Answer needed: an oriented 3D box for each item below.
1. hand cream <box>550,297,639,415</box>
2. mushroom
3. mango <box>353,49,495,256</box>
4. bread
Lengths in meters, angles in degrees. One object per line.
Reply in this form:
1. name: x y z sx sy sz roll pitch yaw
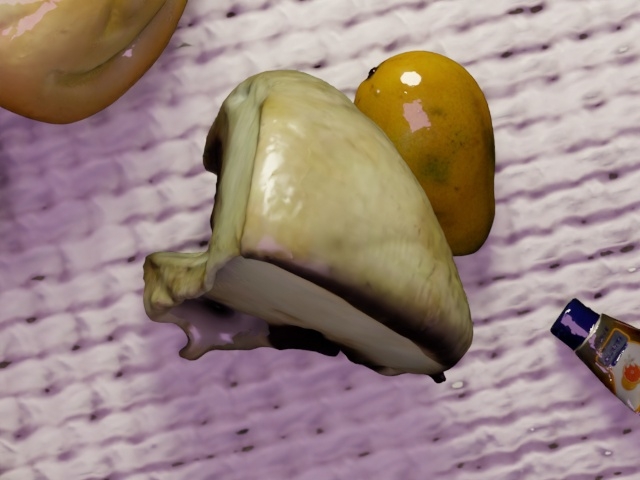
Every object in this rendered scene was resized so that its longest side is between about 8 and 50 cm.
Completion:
1. hand cream: 0.254 0.106 1.354 0.163 0.039 0.062 36 79 -2
2. mushroom: 0.010 0.000 1.280 0.217 0.292 0.212 16 63 -17
3. mango: 0.079 -0.066 1.328 0.111 0.089 0.163 -2 102 2
4. bread: -0.215 -0.258 1.281 0.270 0.211 0.315 16 102 -6
